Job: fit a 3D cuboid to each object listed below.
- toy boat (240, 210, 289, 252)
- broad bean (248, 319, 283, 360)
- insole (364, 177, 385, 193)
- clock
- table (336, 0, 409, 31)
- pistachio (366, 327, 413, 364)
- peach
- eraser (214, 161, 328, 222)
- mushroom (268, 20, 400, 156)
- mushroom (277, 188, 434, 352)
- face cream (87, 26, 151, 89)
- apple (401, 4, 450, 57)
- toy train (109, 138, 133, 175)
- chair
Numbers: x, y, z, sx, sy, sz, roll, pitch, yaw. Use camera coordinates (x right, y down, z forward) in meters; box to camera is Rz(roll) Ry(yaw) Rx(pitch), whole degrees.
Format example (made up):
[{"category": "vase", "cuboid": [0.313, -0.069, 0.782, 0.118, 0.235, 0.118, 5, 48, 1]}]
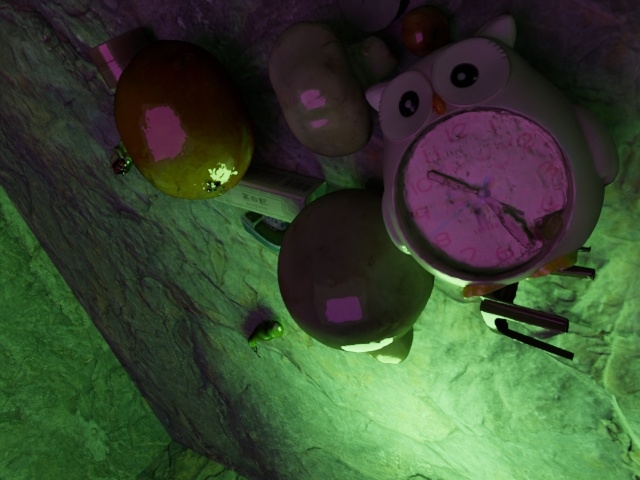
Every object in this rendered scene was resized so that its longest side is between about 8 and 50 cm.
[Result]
[{"category": "toy boat", "cuboid": [-0.121, -0.036, 1.454, 0.215, 0.088, 0.102, 36, 137, 14]}, {"category": "broad bean", "cuboid": [-0.193, 0.336, 1.883, 0.098, 0.056, 0.318, 36, 147, 3]}, {"category": "insole", "cuboid": [0.172, -0.066, 1.220, 0.192, 0.010, 0.063, 48, 143, -5]}, {"category": "clock", "cuboid": [0.261, -0.130, 0.872, 0.368, 0.251, 0.376, -23, 91, 30]}, {"category": "table", "cuboid": [0.090, -0.438, 0.935, 0.134, 0.043, 0.133, 24, 137, 25]}, {"category": "pistachio", "cuboid": [0.169, 0.227, 1.395, 0.144, 0.144, 0.215, 3, 119, 41]}, {"category": "peach", "cuboid": [-0.316, -0.277, 1.244, 0.372, 0.290, 0.372, 157, 90, -79]}, {"category": "eraser", "cuboid": [-0.171, -0.137, 1.398, 0.404, 0.098, 0.096, 17, 134, 31]}, {"category": "mushroom", "cuboid": [0.033, -0.295, 1.003, 0.235, 0.254, 0.260, -24, 101, 4]}, {"category": "mushroom", "cuboid": [0.084, 0.065, 1.205, 0.363, 0.295, 0.361, -1, 88, 28]}, {"category": "face cream", "cuboid": [-0.495, -0.461, 1.361, 0.149, 0.149, 0.104, -1, 124, 43]}, {"category": "apple", "cuboid": [0.177, -0.354, 0.907, 0.071, 0.084, 0.083, 41, 151, 53]}, {"category": "toy train", "cuboid": [-0.622, -0.281, 1.721, 0.250, 0.053, 0.085, -26, 97, 51]}, {"category": "chair", "cuboid": [0.337, 0.078, 1.044, 0.327, 0.183, 0.175, 12, 157, 35]}]
